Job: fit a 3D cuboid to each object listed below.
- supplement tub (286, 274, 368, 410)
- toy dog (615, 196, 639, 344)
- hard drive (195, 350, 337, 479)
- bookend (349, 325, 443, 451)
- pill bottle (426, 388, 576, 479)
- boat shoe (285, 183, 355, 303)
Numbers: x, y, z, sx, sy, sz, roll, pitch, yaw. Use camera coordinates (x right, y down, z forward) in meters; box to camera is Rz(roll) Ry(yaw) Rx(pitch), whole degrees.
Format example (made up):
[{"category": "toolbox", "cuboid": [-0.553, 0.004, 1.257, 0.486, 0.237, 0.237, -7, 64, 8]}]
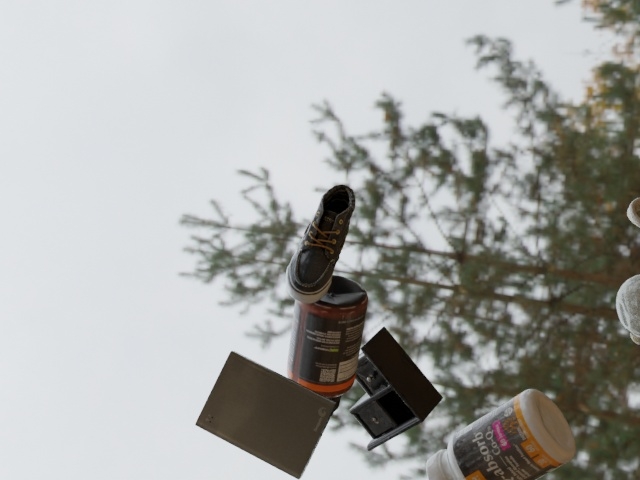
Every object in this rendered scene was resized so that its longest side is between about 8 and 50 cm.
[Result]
[{"category": "supplement tub", "cuboid": [0.006, 0.156, 1.388, 0.106, 0.106, 0.197, -24, -49, -48]}, {"category": "toy dog", "cuboid": [0.497, 0.086, 1.098, 0.220, 0.334, 0.161, -75, -9, -49]}, {"category": "hard drive", "cuboid": [-0.061, 0.197, 1.075, 0.094, 0.135, 0.022, -64, -10, -3]}, {"category": "bookend", "cuboid": [0.095, 0.253, 1.608, 0.157, 0.156, 0.072, 51, -135, 2]}, {"category": "pill bottle", "cuboid": [0.360, 0.432, 1.922, 0.162, 0.278, 0.162, 39, -152, -25]}, {"category": "boat shoe", "cuboid": [0.000, 0.000, 1.323, 0.183, 0.065, 0.083, -68, -6, -46]}]
